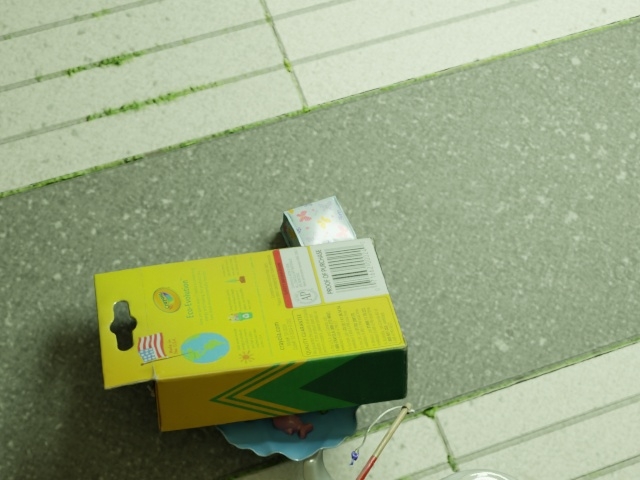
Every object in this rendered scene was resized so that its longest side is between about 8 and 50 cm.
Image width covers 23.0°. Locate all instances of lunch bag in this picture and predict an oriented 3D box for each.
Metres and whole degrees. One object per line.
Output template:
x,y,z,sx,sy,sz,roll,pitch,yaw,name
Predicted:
0.000,0.000,1.836,0.071,0.053,0.083,-20,63,-19,lunch bag

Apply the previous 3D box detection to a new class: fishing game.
-0.038,0.162,1.725,0.264,0.041,0.189,24,43,16,fishing game

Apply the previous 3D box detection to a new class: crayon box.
-0.080,0.101,1.707,0.319,0.081,0.202,-6,37,-6,crayon box

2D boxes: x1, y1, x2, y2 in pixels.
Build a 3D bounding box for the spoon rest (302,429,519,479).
0.114,0.285,1.706,0.276,0.084,0.137,16,37,5,spoon rest
